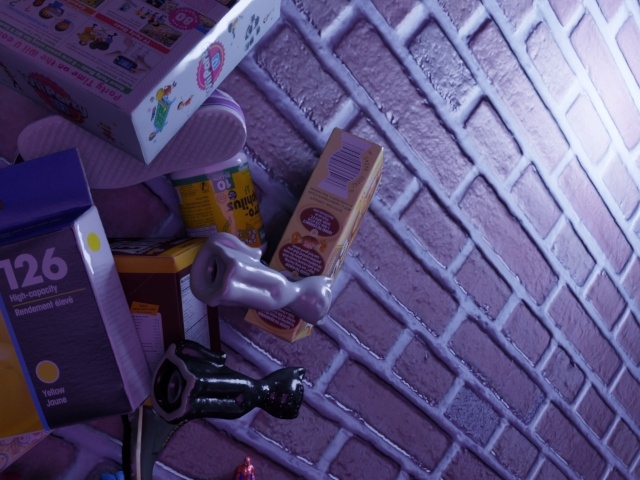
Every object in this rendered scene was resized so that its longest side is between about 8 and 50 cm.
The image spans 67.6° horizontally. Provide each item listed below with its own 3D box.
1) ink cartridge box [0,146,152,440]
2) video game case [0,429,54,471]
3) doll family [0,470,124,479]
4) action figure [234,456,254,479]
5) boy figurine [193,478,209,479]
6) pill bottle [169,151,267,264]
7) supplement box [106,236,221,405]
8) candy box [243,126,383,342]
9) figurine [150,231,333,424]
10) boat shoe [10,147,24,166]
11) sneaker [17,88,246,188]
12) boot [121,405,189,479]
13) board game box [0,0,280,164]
[{"bbox_3d":[-0.385,0.079,0.559,0.303,0.072,0.308,-14,100,8],"label":"ink cartridge box"},{"bbox_3d":[-0.496,0.226,0.649,0.206,0.026,0.227,-39,113,-17],"label":"video game case"},{"bbox_3d":[-0.393,0.433,0.672,0.262,0.118,0.163,21,91,-34],"label":"doll family"},{"bbox_3d":[-0.138,0.449,0.869,0.038,0.030,0.115,4,94,-23],"label":"action figure"},{"bbox_3d":[-0.206,0.567,0.809,0.177,0.092,0.286,14,93,-10],"label":"boy figurine"},{"bbox_3d":[-0.148,-0.023,0.737,0.117,0.117,0.209,-18,105,-24],"label":"pill bottle"},{"bbox_3d":[-0.251,0.101,0.650,0.191,0.129,0.194,0,100,9],"label":"supplement box"},{"bbox_3d":[0.000,0.000,0.776,0.087,0.183,0.317,25,86,10],"label":"candy box"},{"bbox_3d":[-0.074,0.120,0.598,0.209,0.092,0.215,23,82,-43],"label":"figurine"},{"bbox_3d":[-0.383,-0.026,0.638,0.080,0.076,0.229,12,93,-28],"label":"boat shoe"},{"bbox_3d":[-0.248,-0.155,0.665,0.281,0.161,0.102,-6,127,-11],"label":"sneaker"},{"bbox_3d":[-0.235,0.303,0.749,0.136,0.076,0.198,2,81,-32],"label":"boot"},{"bbox_3d":[-0.216,-0.273,0.581,0.223,0.098,0.304,29,64,5],"label":"board game box"}]
